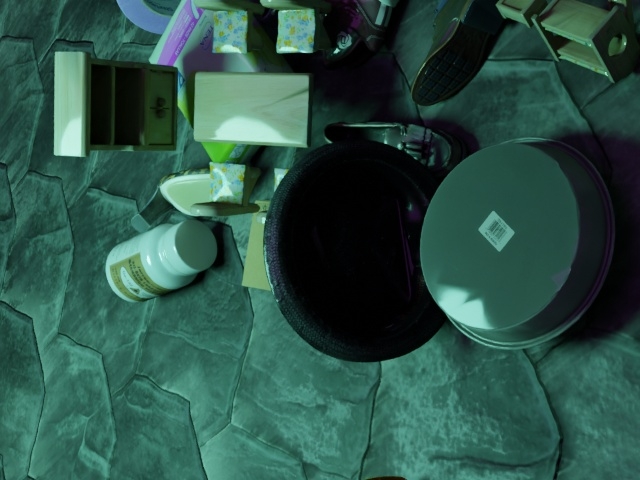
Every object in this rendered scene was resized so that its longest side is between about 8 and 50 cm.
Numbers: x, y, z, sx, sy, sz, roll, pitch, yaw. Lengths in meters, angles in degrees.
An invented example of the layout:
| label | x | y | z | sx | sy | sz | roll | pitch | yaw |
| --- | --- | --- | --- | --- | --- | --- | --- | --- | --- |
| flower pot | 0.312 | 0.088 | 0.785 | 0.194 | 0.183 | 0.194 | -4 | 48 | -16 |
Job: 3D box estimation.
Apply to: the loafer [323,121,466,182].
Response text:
| label | x | y | z | sx | sy | sz | roll | pitch | yaw |
| --- | --- | --- | --- | --- | --- | --- | --- | --- | --- |
| loafer | 0.109 | -0.144 | 1.632 | 0.268 | 0.084 | 0.096 | 15 | 92 | 49 |

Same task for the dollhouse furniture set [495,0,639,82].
| label | x | y | z | sx | sy | sz | roll | pitch | yaw |
| --- | --- | --- | --- | --- | --- | --- | --- | --- | --- |
| dollhouse furniture set | 0.369 | -0.323 | 1.399 | 0.161 | 0.101 | 0.182 | -49 | 43 | -3 |

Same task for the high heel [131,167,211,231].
| label | x | y | z | sx | sy | sz | roll | pitch | yaw |
| --- | --- | --- | --- | --- | --- | --- | --- | --- | --- |
| high heel | -0.237 | -0.117 | 1.993 | 0.261 | 0.093 | 0.186 | -23 | 20 | 35 |

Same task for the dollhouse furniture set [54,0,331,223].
| label | x | y | z | sx | sy | sz | roll | pitch | yaw |
| --- | --- | --- | --- | --- | --- | --- | --- | --- | --- |
| dollhouse furniture set | -0.206 | -0.220 | 1.708 | 0.394 | 0.256 | 0.361 | 6 | 98 | 28 |

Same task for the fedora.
| label | x | y | z | sx | sy | sz | roll | pitch | yaw |
| --- | --- | --- | --- | --- | --- | --- | --- | --- | --- |
| fedora | 0.053 | 0.022 | 1.569 | 0.152 | 0.334 | 0.333 | 138 | 135 | -74 |

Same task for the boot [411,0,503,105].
| label | x | y | z | sx | sy | sz | roll | pitch | yaw |
| --- | --- | --- | --- | --- | --- | --- | --- | --- | --- |
| boot | 0.207 | -0.312 | 1.587 | 0.219 | 0.082 | 0.106 | -53 | 25 | 32 |

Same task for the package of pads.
| label | x | y | z | sx | sy | sz | roll | pitch | yaw |
| --- | --- | --- | --- | --- | --- | --- | --- | --- | --- |
| package of pads | -0.180 | -0.316 | 1.928 | 0.296 | 0.101 | 0.229 | 56 | 132 | 19 |

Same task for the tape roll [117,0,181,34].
| label | x | y | z | sx | sy | sz | roll | pitch | yaw |
| --- | --- | --- | --- | --- | --- | --- | --- | --- | --- |
| tape roll | -0.281 | -0.541 | 2.023 | 0.274 | 0.275 | 0.090 | -52 | 47 | 28 |

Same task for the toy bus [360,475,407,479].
| label | x | y | z | sx | sy | sz | roll | pitch | yaw |
| --- | --- | --- | --- | --- | --- | --- | --- | --- | --- |
| toy bus | 0.075 | 0.487 | 1.497 | 0.211 | 0.150 | 0.220 | -59 | 46 | 41 |

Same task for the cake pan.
| label | x | y | z | sx | sy | sz | roll | pitch | yaw |
| --- | --- | --- | --- | --- | --- | --- | --- | --- | --- |
| cake pan | 0.248 | -0.003 | 1.377 | 0.293 | 0.054 | 0.293 | -14 | 69 | 42 |

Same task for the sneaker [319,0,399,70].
| label | x | y | z | sx | sy | sz | roll | pitch | yaw |
| --- | --- | --- | --- | --- | --- | --- | --- | --- | --- |
| sneaker | -0.001 | -0.380 | 1.778 | 0.281 | 0.106 | 0.162 | 19 | 102 | 38 |

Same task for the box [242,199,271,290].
| label | x | y | z | sx | sy | sz | roll | pitch | yaw |
| --- | --- | --- | --- | --- | --- | --- | --- | --- | --- |
| box | -0.063 | 0.013 | 1.842 | 0.201 | 0.021 | 0.164 | 7 | 87 | 49 |

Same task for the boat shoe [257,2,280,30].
| label | x | y | z | sx | sy | sz | roll | pitch | yaw |
| --- | --- | --- | --- | --- | --- | --- | --- | --- | --- |
| boat shoe | -0.062 | -0.518 | 1.916 | 0.095 | 0.079 | 0.254 | 21 | 98 | 48 |

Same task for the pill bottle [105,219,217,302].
| label | x | y | z | sx | sy | sz | roll | pitch | yaw |
| --- | --- | --- | --- | --- | --- | --- | --- | --- | --- |
| pill bottle | -0.312 | 0.038 | 2.036 | 0.229 | 0.131 | 0.131 | -21 | 66 | 44 |
